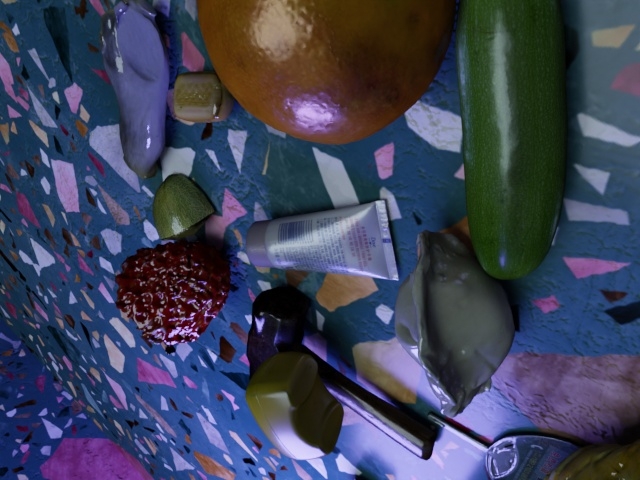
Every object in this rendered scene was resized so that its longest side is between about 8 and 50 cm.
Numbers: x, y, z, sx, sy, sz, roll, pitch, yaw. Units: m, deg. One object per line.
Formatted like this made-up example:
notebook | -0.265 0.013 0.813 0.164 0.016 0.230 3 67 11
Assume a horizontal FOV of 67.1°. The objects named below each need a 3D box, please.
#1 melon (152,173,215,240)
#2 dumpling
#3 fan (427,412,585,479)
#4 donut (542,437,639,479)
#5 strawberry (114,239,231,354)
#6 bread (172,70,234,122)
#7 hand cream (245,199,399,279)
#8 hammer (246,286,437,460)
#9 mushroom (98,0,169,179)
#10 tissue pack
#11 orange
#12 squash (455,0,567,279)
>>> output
melon | -0.299 -0.063 0.968 0.160 0.079 0.128 -15 101 45
dumpling | 0.164 0.112 0.621 0.147 0.193 0.258 -8 108 37
fan | 0.337 0.394 0.792 0.294 0.012 0.223 -5 114 41
donut | 0.457 0.391 0.579 0.361 0.170 0.360 14 120 25
strawberry | -0.273 0.085 0.961 0.178 0.234 0.234 -36 91 31
bread | -0.186 -0.232 0.784 0.115 0.056 0.082 6 98 33
hand cream | 0.000 0.000 0.778 0.248 0.083 0.133 0 118 27
hammer | 0.033 0.277 0.910 0.409 0.095 0.242 31 132 17
mushroom | -0.323 -0.253 0.857 0.109 0.097 0.351 33 135 20
tissue pack | -0.050 0.288 0.841 0.127 0.123 0.178 -17 111 31
orange | 0.007 -0.230 0.489 0.261 0.261 0.261 20 128 29
squash | 0.201 -0.121 0.508 0.107 0.107 0.394 8 120 36
